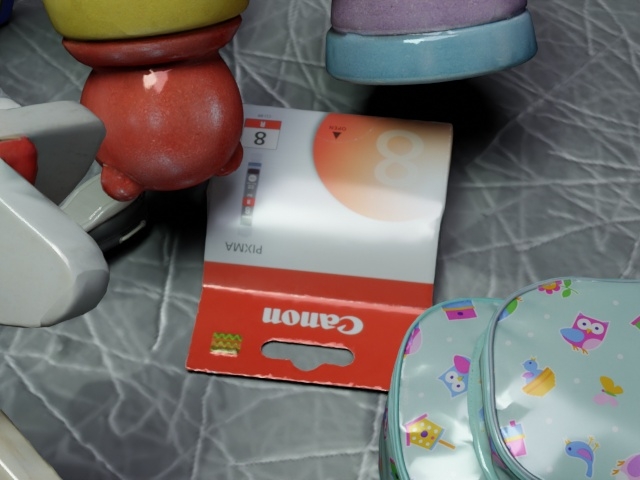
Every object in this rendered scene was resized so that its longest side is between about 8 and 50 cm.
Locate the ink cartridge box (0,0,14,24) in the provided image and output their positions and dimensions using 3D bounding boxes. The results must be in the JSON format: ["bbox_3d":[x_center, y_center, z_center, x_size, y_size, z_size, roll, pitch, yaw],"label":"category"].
[{"bbox_3d":[-0.368,-0.227,1.058,0.270,0.151,0.395,-31,69,-37],"label":"ink cartridge box"}]

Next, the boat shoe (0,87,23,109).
[{"bbox_3d":[-0.274,-0.055,1.042,0.184,0.066,0.063,-28,48,-17],"label":"boat shoe"}]

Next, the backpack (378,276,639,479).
[{"bbox_3d":[0.124,0.104,0.878,0.188,0.144,0.166,-3,60,2],"label":"backpack"}]

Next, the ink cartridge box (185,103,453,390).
[{"bbox_3d":[0.000,0.000,1.012,0.145,0.045,0.179,6,52,5],"label":"ink cartridge box"}]

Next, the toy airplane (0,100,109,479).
[{"bbox_3d":[-0.219,0.089,0.808,0.384,0.272,0.386,-9,79,19],"label":"toy airplane"}]

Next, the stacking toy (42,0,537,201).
[{"bbox_3d":[-0.033,-0.130,1.060,0.309,0.130,0.279,-12,18,-19],"label":"stacking toy"}]

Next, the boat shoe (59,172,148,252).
[{"bbox_3d":[-0.157,0.003,1.014,0.125,0.038,0.046,-37,43,-25],"label":"boat shoe"}]
